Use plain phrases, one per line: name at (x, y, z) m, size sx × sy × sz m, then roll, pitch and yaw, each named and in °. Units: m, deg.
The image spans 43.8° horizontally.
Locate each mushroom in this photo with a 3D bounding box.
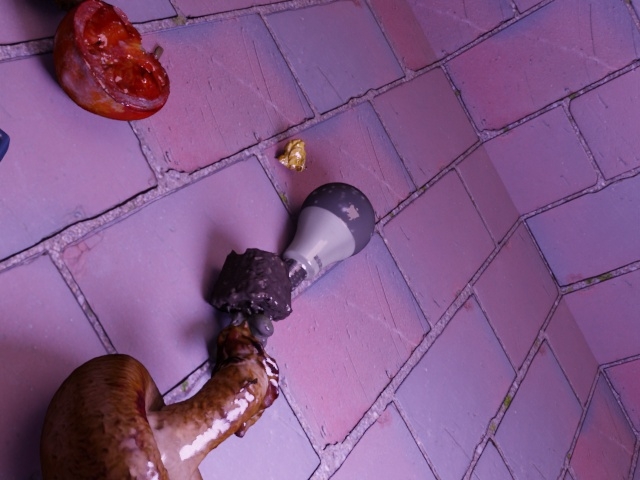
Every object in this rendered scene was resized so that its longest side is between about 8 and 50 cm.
mushroom at (-0.219, 0.325, 1.178) m, size 0.334 × 0.356 × 0.331 m, roll -137°, pitch -136°, yaw -75°

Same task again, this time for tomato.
tomato at (-0.406, -0.315, 1.487) m, size 0.233 × 0.139 × 0.200 m, roll 59°, pitch 30°, yaw -4°

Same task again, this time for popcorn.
popcorn at (-0.073, -0.207, 1.940) m, size 0.084 × 0.084 × 0.084 m, roll 32°, pitch 46°, yaw -39°

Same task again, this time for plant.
plant at (-0.137, 0.153, 1.543) m, size 0.146 × 0.149 × 0.274 m, roll 38°, pitch 45°, yaw -33°

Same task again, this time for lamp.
lamp at (0.013, 0.008, 1.849) m, size 0.182 × 0.182 × 0.314 m, roll 42°, pitch 60°, yaw -30°

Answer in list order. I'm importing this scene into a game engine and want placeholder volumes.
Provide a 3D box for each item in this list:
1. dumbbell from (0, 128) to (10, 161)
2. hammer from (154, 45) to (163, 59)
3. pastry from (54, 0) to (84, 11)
dumbbell at (-0.611, -0.188, 1.127) m, size 0.325 × 0.160 × 0.144 m, roll 42°, pitch 71°, yaw -30°
hammer at (-0.361, -0.355, 1.683) m, size 0.062 × 0.017 × 0.182 m, roll 44°, pitch 38°, yaw -28°
pastry at (-0.487, -0.543, 1.508) m, size 0.275 × 0.193 × 0.275 m, roll 24°, pitch 33°, yaw -17°
